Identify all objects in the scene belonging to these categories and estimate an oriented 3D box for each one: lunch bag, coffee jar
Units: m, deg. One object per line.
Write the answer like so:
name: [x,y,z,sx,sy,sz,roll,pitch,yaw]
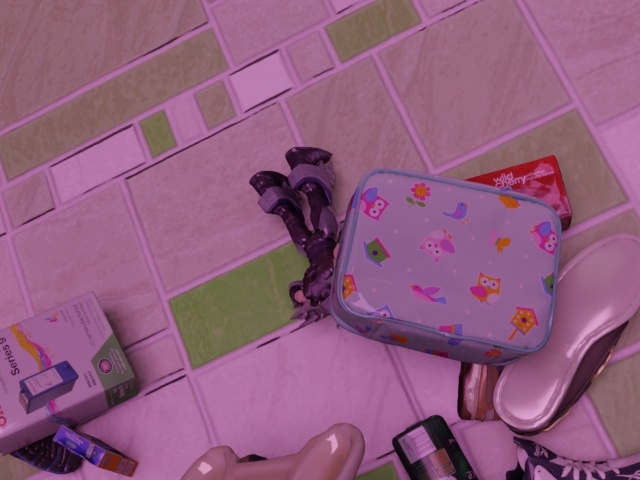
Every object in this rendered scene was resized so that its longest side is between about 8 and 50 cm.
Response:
lunch bag: [0.161,0.028,1.137,0.279,0.108,0.224,12,69,-5]
coffee jar: [0.168,0.324,1.178,0.079,0.096,0.184,-29,71,2]

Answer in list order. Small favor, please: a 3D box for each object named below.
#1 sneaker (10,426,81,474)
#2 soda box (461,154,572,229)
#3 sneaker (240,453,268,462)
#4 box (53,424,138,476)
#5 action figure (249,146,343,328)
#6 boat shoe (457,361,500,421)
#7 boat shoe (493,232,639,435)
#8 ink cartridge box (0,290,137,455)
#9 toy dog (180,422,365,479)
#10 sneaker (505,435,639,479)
sneaker: [-0.456,0.285,1.365,0.221,0.087,0.083,29,61,5]
soda box: [0.211,-0.034,1.271,0.263,0.083,0.092,-14,73,10]
sneaker: [-0.142,0.480,1.170,0.158,0.182,0.410,15,79,18]
box: [-0.321,0.299,1.290,0.081,0.136,0.028,24,74,19]
action figure: [0.000,0.000,1.286,0.185,0.099,0.285,-40,55,29]
boat shoe: [0.229,0.150,1.233,0.072,0.068,0.190,5,89,1]
boat shoe: [0.334,0.124,1.192,0.109,0.091,0.305,32,79,29]
ink cartridge box: [-0.396,0.193,1.322,0.212,0.093,0.154,-23,69,-18]
toy dog: [0.024,0.466,1.038,0.284,0.408,0.395,-25,27,30]
sneaker: [0.318,0.291,1.141,0.235,0.094,0.153,-38,84,12]
